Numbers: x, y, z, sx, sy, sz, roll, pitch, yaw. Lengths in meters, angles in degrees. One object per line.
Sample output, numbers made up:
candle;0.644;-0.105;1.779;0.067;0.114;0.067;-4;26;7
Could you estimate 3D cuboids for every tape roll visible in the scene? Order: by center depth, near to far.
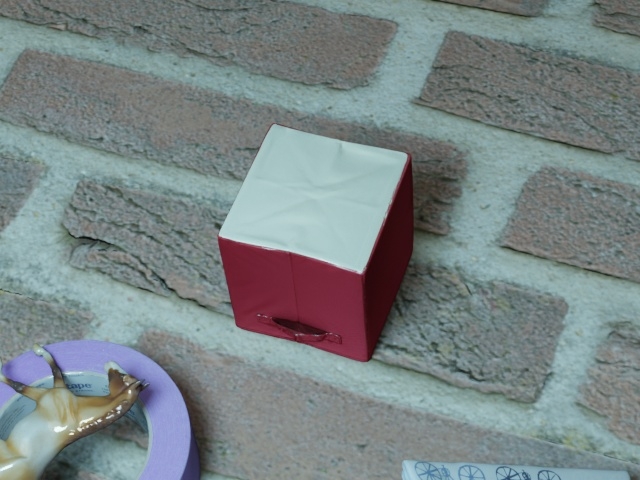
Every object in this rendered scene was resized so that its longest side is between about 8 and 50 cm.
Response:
tape roll;-0.278;0.251;1.536;0.275;0.090;0.274;-2;53;3

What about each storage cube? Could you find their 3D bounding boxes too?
storage cube;0.000;0.000;1.635;0.184;0.193;0.215;14;57;14

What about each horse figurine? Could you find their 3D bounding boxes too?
horse figurine;-0.333;0.209;1.476;0.174;0.066;0.263;31;59;31

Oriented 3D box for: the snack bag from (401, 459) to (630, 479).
snack bag;0.251;0.374;1.338;0.323;0.037;0.342;10;47;-31
